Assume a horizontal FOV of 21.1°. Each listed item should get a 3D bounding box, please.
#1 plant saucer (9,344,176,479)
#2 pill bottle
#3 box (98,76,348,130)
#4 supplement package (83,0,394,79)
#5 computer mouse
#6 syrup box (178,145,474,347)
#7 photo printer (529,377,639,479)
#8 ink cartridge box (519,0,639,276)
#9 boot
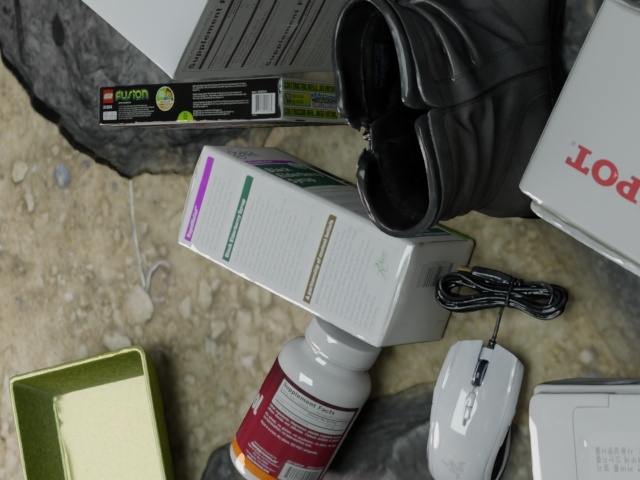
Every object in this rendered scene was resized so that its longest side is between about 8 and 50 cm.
[{"bbox_3d":[-0.206,0.206,1.642,0.188,0.045,0.188,-16,81,37],"label":"plant saucer"},{"bbox_3d":[-0.010,0.138,1.467,0.086,0.086,0.152,40,113,30],"label":"pill bottle"},{"bbox_3d":[-0.081,-0.118,1.499,0.207,0.114,0.036,1,91,37],"label":"box"},{"bbox_3d":[-0.057,-0.224,1.387,0.139,0.244,0.134,42,119,26],"label":"supplement package"},{"bbox_3d":[0.128,0.118,1.377,0.106,0.042,0.193,14,102,16],"label":"computer mouse"},{"bbox_3d":[0.000,0.000,1.452,0.237,0.093,0.096,27,107,34],"label":"syrup box"},{"bbox_3d":[0.280,0.252,1.236,0.256,0.107,0.307,-5,88,37],"label":"photo printer"},{"bbox_3d":[0.351,-0.136,1.137,0.285,0.166,0.395,35,110,32],"label":"ink cartridge box"},{"bbox_3d":[0.091,-0.173,1.298,0.118,0.222,0.338,-23,77,36],"label":"boot"}]
